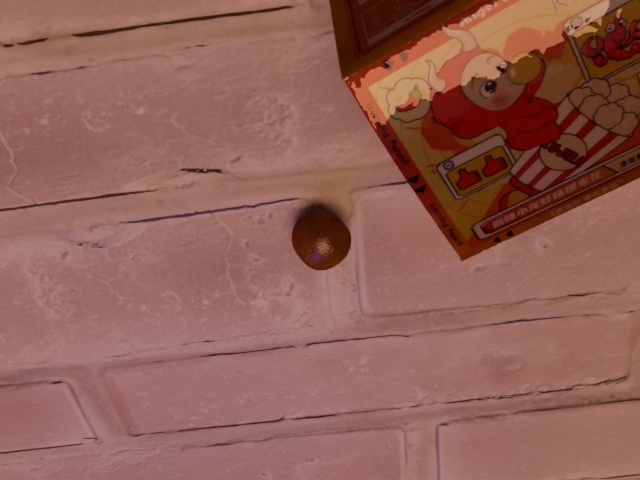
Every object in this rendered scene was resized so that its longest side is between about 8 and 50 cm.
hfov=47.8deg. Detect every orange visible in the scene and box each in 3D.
[{"bbox_3d":[0.000,0.000,0.938,0.084,0.085,0.085,-2,130,-2],"label":"orange"}]

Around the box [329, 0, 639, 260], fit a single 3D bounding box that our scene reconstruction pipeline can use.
[{"bbox_3d":[0.195,-0.174,0.716,0.283,0.214,0.260,-27,124,18],"label":"box"}]
